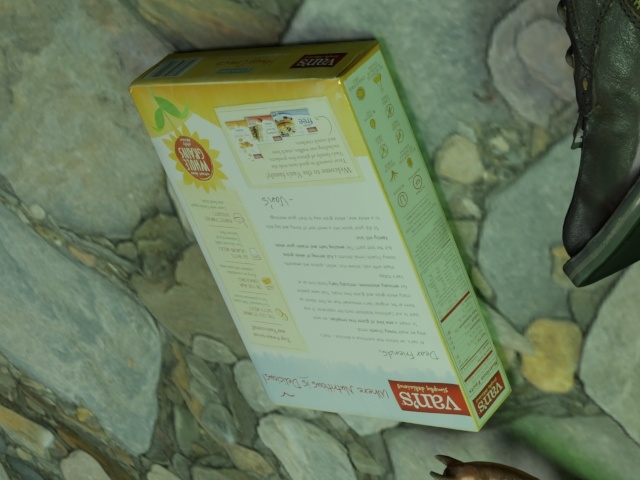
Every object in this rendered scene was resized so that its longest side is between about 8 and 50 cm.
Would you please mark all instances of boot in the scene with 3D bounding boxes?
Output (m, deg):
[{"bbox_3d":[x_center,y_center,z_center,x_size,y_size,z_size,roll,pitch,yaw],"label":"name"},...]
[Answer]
[{"bbox_3d":[0.106,-0.133,0.683,0.229,0.091,0.263,48,141,27],"label":"boot"}]

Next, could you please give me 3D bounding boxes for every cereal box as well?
[{"bbox_3d":[0.000,0.000,0.953,0.173,0.047,0.240,3,126,42],"label":"cereal box"}]

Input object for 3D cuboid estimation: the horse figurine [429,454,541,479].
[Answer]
[{"bbox_3d":[0.197,0.215,0.951,0.263,0.066,0.174,21,142,33],"label":"horse figurine"}]
